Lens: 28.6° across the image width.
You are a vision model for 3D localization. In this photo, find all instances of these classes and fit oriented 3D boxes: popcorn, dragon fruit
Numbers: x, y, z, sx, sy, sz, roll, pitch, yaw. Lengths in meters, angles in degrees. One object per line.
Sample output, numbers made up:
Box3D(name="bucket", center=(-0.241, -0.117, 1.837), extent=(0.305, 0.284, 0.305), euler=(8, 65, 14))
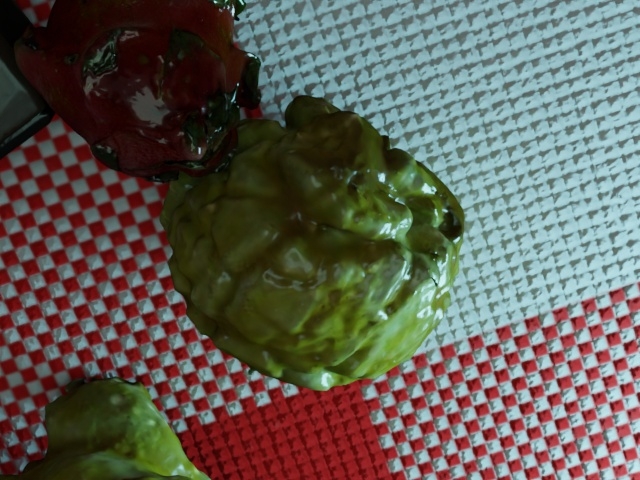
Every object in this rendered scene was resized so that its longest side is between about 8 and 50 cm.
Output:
Box3D(name="popcorn", center=(-0.238, 0.324, 1.230), extent=(0.325, 0.290, 0.321), euler=(27, 103, -32))
Box3D(name="dragon fruit", center=(-0.132, -0.176, 1.077), extent=(0.200, 0.269, 0.198), euler=(18, 150, 15))
Box3D(name="popcorn", center=(0.000, 0.008, 1.156), extent=(0.282, 0.282, 0.247), euler=(41, 99, -15))

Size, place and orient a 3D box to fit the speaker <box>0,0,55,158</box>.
Box3D(name="speaker", center=(-0.372, -0.136, 1.129), extent=(0.231, 0.153, 0.192), euler=(-34, 107, 7))
